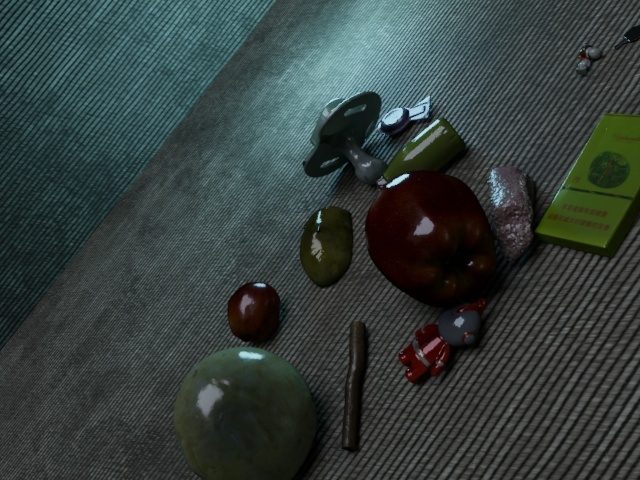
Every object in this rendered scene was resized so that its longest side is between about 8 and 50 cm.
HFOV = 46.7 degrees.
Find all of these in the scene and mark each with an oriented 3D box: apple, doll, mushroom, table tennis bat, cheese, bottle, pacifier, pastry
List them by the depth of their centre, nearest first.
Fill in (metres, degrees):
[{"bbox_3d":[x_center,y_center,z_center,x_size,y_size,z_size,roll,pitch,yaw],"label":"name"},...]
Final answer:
[{"bbox_3d":[0.274,0.211,1.633,0.245,0.076,0.142,-43,35,16],"label":"doll"},{"bbox_3d":[0.246,-0.005,1.683,0.288,0.288,0.317,-44,30,8],"label":"apple"},{"bbox_3d":[0.433,-0.085,1.686,0.102,0.112,0.265,-18,38,24],"label":"pastry"},{"bbox_3d":[-0.175,0.425,1.758,0.352,0.352,0.260,-60,-8,-16],"label":"mushroom"},{"bbox_3d":[0.764,-0.502,1.831,0.083,0.007,0.050,-38,36,14],"label":"table tennis bat"},{"bbox_3d":[0.669,-0.457,1.870,0.085,0.040,0.058,-49,44,-1],"label":"doll"},{"bbox_3d":[0.265,-0.216,2.023,0.260,0.112,0.112,-39,35,14],"label":"bottle"},{"bbox_3d":[-0.192,0.205,2.106,0.155,0.147,0.158,-8,49,17],"label":"apple"},{"bbox_3d":[0.107,-0.279,2.202,0.288,0.269,0.343,-27,-21,-33],"label":"pacifier"},{"bbox_3d":[0.252,-0.371,2.254,0.190,0.042,0.105,-19,45,36],"label":"cheese"}]

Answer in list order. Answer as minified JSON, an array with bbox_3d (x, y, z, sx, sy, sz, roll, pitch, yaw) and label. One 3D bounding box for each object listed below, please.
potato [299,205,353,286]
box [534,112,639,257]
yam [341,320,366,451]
[{"bbox_3d":[0.000,0.000,2.118,0.160,0.111,0.272,-25,41,28],"label":"potato"},{"bbox_3d":[0.620,-0.128,1.594,0.187,0.047,0.335,18,72,55],"label":"box"},{"bbox_3d":[0.080,0.340,1.752,0.045,0.045,0.327,-1,51,10],"label":"yam"}]
